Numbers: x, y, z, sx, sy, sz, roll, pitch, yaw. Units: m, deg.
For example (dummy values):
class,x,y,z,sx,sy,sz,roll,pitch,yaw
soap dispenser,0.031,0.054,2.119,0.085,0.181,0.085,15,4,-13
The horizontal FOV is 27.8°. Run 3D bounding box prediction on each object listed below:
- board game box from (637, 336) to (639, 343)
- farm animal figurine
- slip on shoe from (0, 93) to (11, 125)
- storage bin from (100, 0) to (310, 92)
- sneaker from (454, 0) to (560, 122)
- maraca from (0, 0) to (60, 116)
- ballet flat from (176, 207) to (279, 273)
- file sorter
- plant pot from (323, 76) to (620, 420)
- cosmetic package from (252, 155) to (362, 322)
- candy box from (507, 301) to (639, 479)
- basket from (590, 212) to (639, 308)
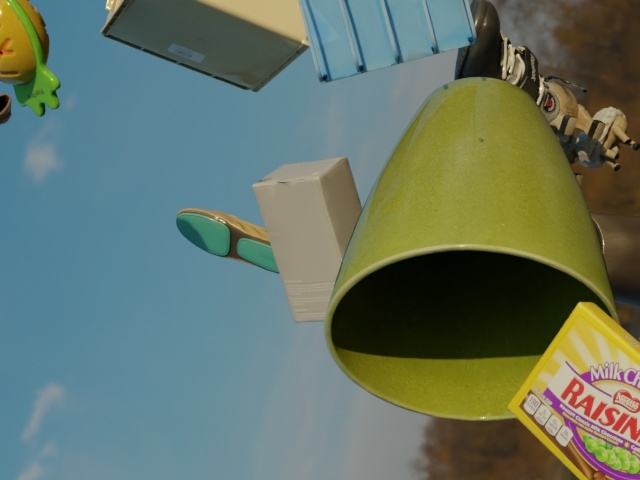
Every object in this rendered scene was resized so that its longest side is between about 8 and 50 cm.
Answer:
class,x,y,z,sx,sy,sz,roll,pitch,yaw
board game box,0.487,0.256,1.822,0.305,0.053,0.193,-85,14,-48
farm animal figurine,0.324,-0.129,2.132,0.330,0.172,0.326,23,-76,-43
slip on shoe,-0.513,-0.189,1.971,0.041,0.051,0.135,-59,-8,28
storage bin,-0.162,-0.342,1.890,0.260,0.262,0.123,-26,48,64
sneaker,0.260,-0.221,1.783,0.330,0.146,0.122,71,-149,-65
maraca,-0.395,-0.247,1.662,0.099,0.127,0.185,-36,-76,-34
ballet flat,-0.140,-0.003,2.243,0.073,0.232,0.080,-42,-29,-55
file sorter,0.064,-0.234,1.304,0.104,0.170,0.118,-70,-35,-80
plant pot,0.153,-0.017,1.294,0.274,0.275,0.293,91,-175,-50
cosmetic package,0.000,0.000,1.959,0.107,0.127,0.237,-35,-63,-52
candy box,0.233,0.146,0.919,0.027,0.206,0.105,8,-61,-50
basket,0.491,0.029,2.095,0.204,0.227,0.154,-29,60,48
